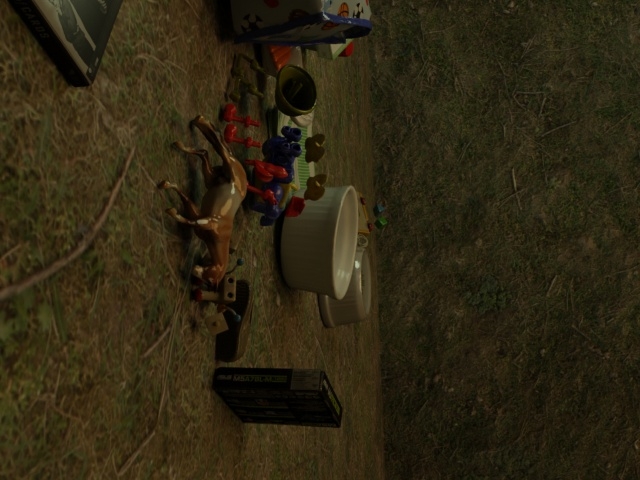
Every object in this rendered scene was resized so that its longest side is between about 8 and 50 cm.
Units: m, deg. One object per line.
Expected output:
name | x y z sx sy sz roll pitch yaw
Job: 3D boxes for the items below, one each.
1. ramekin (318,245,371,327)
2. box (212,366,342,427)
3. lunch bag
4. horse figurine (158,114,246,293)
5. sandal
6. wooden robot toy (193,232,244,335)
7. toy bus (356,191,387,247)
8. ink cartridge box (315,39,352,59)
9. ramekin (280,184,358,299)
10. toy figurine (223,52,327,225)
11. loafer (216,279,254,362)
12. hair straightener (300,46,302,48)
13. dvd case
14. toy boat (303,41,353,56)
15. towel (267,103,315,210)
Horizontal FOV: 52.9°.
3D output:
ramekin | 0.080 0.134 1.985 0.273 0.127 0.272 -2 90 -77
box | -0.069 0.278 1.132 0.184 0.191 0.045 68 25 -55
lunch bag | -0.028 -0.555 1.260 0.385 0.239 0.327 -30 115 -57
horse figurine | -0.170 -0.074 0.992 0.174 0.066 0.263 49 39 -47
sandal | -0.090 -0.370 1.415 0.102 0.076 0.265 -11 87 -48
wooden robot toy | -0.173 0.074 1.050 0.079 0.076 0.173 147 -53 -63
toy bus | 0.089 -0.061 2.019 0.202 0.191 0.104 -45 174 -43
ink cartridge box | 0.037 -0.591 1.579 0.171 0.056 0.235 -52 149 -29
ramekin | 0.000 0.000 1.560 0.277 0.135 0.277 5 90 -77
toy figurine | -0.115 -0.158 1.259 0.217 0.191 0.362 120 -27 -51
loafer | -0.148 0.142 1.126 0.050 0.056 0.148 57 42 -68
hair straightener | -0.067 -0.537 1.527 0.047 0.089 0.230 38 -36 55
dvd case | -0.280 -0.307 0.660 0.238 0.030 0.179 68 23 -55
toy boat | -0.011 -0.616 1.692 0.267 0.148 0.318 -56 149 -25
towel | -0.064 -0.209 1.607 0.325 0.038 0.247 -37 125 -75
